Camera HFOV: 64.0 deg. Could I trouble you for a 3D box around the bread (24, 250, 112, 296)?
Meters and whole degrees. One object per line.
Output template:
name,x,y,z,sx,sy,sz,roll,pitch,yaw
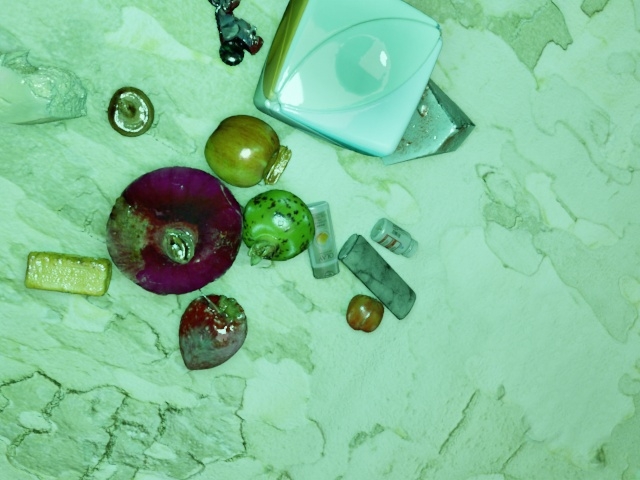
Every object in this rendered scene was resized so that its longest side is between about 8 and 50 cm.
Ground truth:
bread,-0.674,0.089,1.372,0.211,0.083,0.113,10,96,-17

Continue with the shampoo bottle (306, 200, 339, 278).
shampoo bottle,0.000,0.000,1.539,0.086,0.056,0.227,-14,107,-16

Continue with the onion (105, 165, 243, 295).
onion,-0.354,-0.015,1.269,0.348,0.385,0.347,-3,101,-17

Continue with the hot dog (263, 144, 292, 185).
hot dog,-0.128,-0.215,1.463,0.056,0.041,0.133,29,88,-20

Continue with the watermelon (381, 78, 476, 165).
watermelon,0.286,-0.322,1.448,0.289,0.213,0.320,-43,122,1

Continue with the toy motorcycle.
toy motorcycle,-0.218,-0.564,1.323,0.123,0.082,0.213,-14,99,-17

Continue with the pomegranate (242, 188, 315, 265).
pomegranate,-0.126,-0.023,1.407,0.211,0.263,0.211,8,131,9

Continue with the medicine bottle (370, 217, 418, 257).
medicine bottle,0.231,-0.004,1.587,0.140,0.079,0.079,31,95,-20

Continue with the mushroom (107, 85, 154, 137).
mushroom,-0.488,-0.330,1.314,0.109,0.085,0.126,24,96,-54

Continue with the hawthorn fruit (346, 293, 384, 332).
hawthorn fruit,0.140,0.231,1.609,0.128,0.128,0.128,-4,105,-14

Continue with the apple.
apple,-0.210,-0.238,1.356,0.196,0.196,0.195,-4,105,-14

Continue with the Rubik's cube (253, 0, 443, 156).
Rubik's cube,0.050,-0.426,1.287,0.352,0.352,0.347,20,98,-21

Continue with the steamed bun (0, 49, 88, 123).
steamed bun,-0.665,-0.355,1.184,0.200,0.225,0.170,-7,105,-11

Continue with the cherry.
cherry,-0.317,0.268,1.464,0.192,0.175,0.249,29,97,-10

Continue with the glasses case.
glasses case,0.179,0.117,1.602,0.299,0.060,0.114,45,58,-20
